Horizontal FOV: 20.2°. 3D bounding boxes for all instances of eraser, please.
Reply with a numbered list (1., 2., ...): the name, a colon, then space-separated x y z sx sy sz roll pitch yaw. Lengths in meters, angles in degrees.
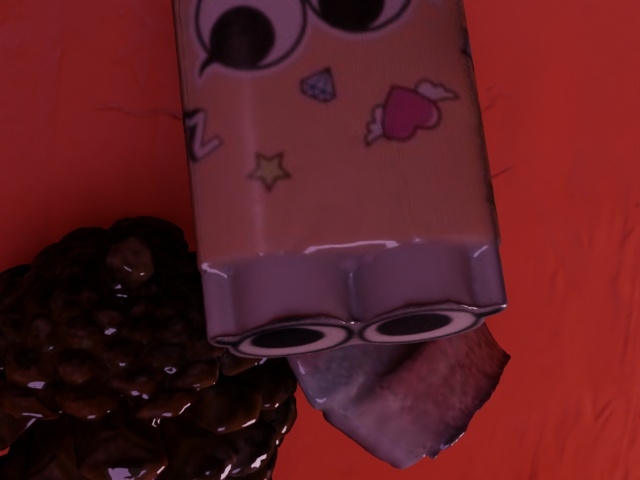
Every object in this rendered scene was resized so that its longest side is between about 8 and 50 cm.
1. eraser: 0.005 -0.084 1.047 0.171 0.087 0.290 -6 73 -1

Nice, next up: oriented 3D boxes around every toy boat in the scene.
1. toy boat: 0.000 0.000 1.125 0.096 0.206 0.282 -28 98 34

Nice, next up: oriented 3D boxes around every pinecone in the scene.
1. pinecone: -0.124 0.109 1.130 0.224 0.224 0.272 -3 131 -4
